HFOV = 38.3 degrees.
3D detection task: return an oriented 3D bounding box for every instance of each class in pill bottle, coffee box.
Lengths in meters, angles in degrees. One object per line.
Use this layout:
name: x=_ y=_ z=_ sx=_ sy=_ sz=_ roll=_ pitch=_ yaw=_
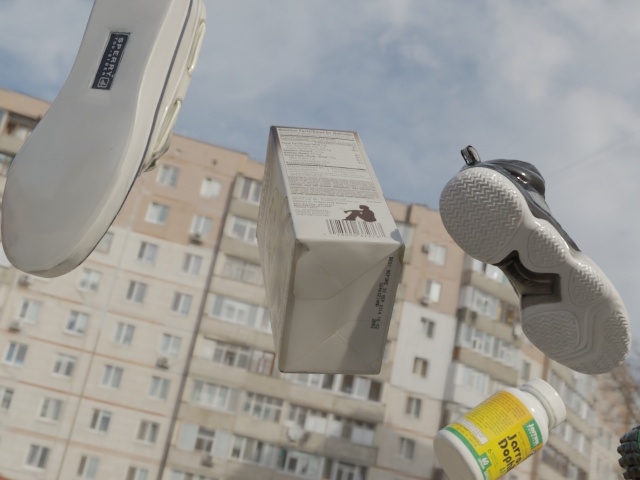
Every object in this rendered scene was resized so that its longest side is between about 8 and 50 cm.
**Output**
pill bottle: x=0.300 y=0.317 z=1.527 sx=0.208 sy=0.118 sz=0.117 roll=-29 pitch=-9 yaw=-20
coffee box: x=0.000 y=0.000 z=1.071 sx=0.118 sy=0.297 sz=0.168 roll=3 pitch=-62 yaw=-10

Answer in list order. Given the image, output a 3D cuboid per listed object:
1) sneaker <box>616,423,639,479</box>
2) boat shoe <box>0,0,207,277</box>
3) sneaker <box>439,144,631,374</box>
sneaker: x=0.443 y=0.317 z=1.001 sx=0.134 sy=0.344 sz=0.146 roll=21 pitch=-53 yaw=-28
boat shoe: x=-0.155 y=-0.091 z=0.705 sx=0.096 sy=0.268 sz=0.088 roll=8 pitch=-17 yaw=22
sneaker: x=0.231 y=0.009 z=0.967 sx=0.101 sy=0.153 sz=0.268 roll=-36 pitch=-75 yaw=25
